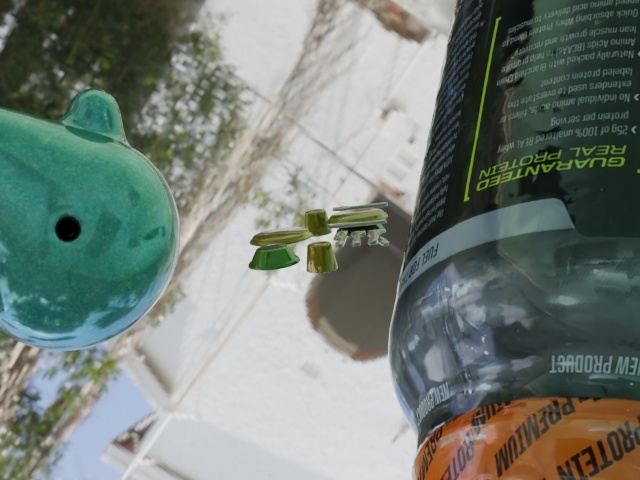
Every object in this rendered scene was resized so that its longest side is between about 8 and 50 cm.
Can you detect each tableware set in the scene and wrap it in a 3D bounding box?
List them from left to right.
[{"bbox_3d":[0.000,0.000,0.865,0.104,0.024,0.154,-6,-168,6],"label":"tableware set"}]

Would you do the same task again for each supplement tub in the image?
[{"bbox_3d":[0.147,-0.016,0.518,0.207,0.207,0.338,26,-122,-19],"label":"supplement tub"}]

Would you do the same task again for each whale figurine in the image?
[{"bbox_3d":[-0.231,-0.037,0.866,0.272,0.216,0.141,43,169,-8],"label":"whale figurine"}]
